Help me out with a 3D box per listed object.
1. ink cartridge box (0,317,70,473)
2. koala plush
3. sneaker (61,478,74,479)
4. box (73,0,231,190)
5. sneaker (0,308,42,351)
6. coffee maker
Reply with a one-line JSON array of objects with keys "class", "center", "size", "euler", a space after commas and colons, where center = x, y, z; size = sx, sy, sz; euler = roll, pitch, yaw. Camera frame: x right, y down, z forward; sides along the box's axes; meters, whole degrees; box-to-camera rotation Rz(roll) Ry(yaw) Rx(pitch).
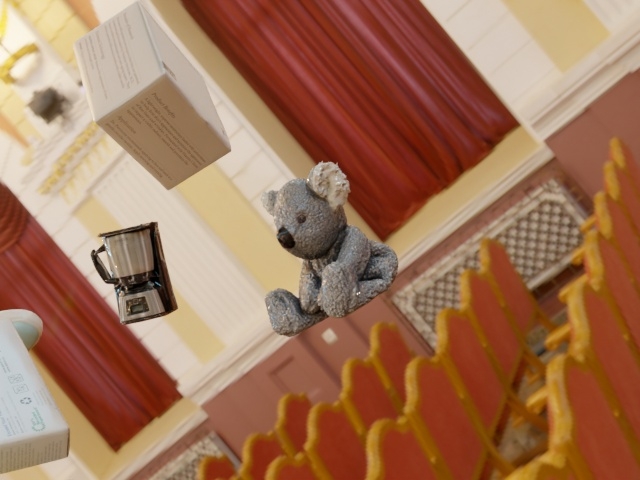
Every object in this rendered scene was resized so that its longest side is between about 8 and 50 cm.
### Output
[{"class": "ink cartridge box", "center": [-0.583, 0.242, 1.283], "size": [0.330, 0.324, 0.071], "euler": [-8, -59, -32]}, {"class": "koala plush", "center": [0.000, 0.000, 1.323], "size": [0.203, 0.221, 0.196], "euler": [-28, 1, -42]}, {"class": "sneaker", "center": [-0.304, 0.426, 1.119], "size": [0.145, 0.147, 0.384], "euler": [-2, 4, -38]}, {"class": "box", "center": [-0.238, -0.204, 1.230], "size": [0.119, 0.182, 0.181], "euler": [-31, -38, 8]}, {"class": "sneaker", "center": [-0.735, 0.287, 1.803], "size": [0.366, 0.135, 0.150], "euler": [-32, 44, 1]}, {"class": "coffee maker", "center": [-0.330, 0.059, 1.626], "size": [0.120, 0.178, 0.171], "euler": [-10, 4, 27]}]
